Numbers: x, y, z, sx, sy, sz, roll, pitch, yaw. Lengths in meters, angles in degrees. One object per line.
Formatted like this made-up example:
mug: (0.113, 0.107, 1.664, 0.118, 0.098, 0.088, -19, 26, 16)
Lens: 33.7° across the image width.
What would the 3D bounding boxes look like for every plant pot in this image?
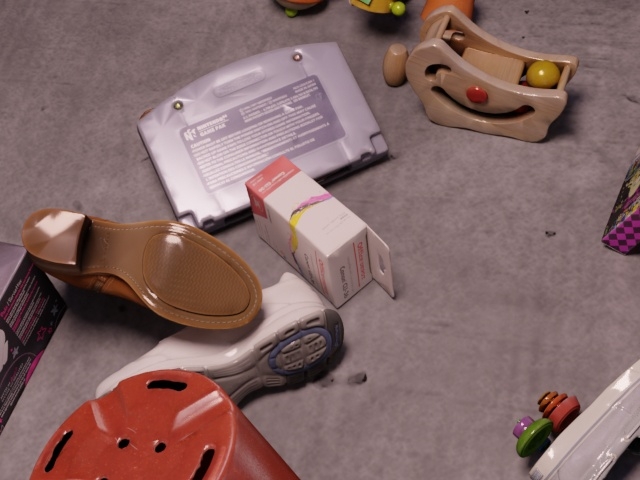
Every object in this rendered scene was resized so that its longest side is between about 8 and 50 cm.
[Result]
plant pot: (-0.118, 0.276, 0.979, 0.272, 0.265, 0.272, -16, 39, 14)

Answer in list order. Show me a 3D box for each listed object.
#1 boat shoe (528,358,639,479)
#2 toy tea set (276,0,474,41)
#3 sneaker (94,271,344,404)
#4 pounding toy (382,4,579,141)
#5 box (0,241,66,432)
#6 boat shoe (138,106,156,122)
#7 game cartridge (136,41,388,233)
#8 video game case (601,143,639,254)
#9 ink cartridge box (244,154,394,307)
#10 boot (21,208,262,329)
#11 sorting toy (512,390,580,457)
boat shoe: (0.324, 0.199, 1.129, 0.227, 0.079, 0.081, -40, 72, -16)
toy tea set: (0.065, -0.359, 1.558, 0.200, 0.124, 0.336, -18, 43, -41)
sneaker: (-0.123, 0.135, 1.241, 0.297, 0.111, 0.129, -21, 38, -10)
pounding toy: (0.209, -0.250, 1.409, 0.269, 0.154, 0.155, 13, 58, 17)
box: (-0.444, 0.126, 1.259, 0.163, 0.142, 0.247, 11, 57, 16)
boat shoe: (-0.164, -0.173, 1.477, 0.178, 0.064, 0.060, -6, 49, -2)
game cartridge: (-0.081, -0.144, 1.404, 0.294, 0.060, 0.196, -23, 81, -8)
video game case: (0.427, -0.115, 1.235, 0.042, 0.232, 0.210, 31, 62, 0)
ink cartridge box: (0.000, 0.000, 1.290, 0.067, 0.115, 0.198, -38, 57, -18)
boot: (-0.207, 0.041, 1.254, 0.283, 0.220, 0.109, 12, 81, -2)
sorting toy: (0.236, 0.196, 1.148, 0.102, 0.061, 0.042, -23, 50, -35)
